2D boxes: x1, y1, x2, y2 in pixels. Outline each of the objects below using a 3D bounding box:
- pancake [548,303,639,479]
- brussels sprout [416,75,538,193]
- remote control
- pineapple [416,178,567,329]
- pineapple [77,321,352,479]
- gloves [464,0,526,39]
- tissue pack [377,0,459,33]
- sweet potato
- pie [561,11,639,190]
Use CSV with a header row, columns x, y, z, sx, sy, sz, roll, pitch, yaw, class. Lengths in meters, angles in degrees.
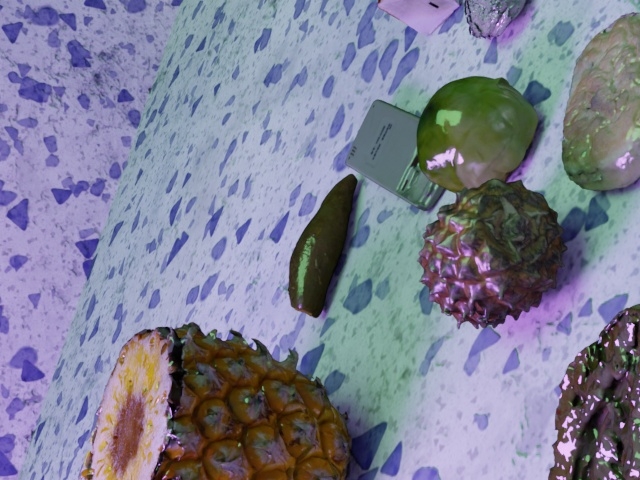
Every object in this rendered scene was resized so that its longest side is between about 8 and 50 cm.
x,y,z,sx,sy,sz,roll,pitch,yaw,class
0.263,0.226,0.902,0.382,0.071,0.382,-175,90,-81,pancake
0.189,-0.140,1.461,0.149,0.122,0.151,-48,28,40,brussels sprout
0.123,-0.128,1.699,0.123,0.038,0.285,-65,26,5,remote control
0.183,0.023,1.297,0.193,0.166,0.166,126,159,-64,pineapple
-0.136,0.286,1.509,0.352,0.300,0.352,-44,31,37,pineapple
0.239,-0.346,1.612,0.114,0.070,0.153,-35,40,48,gloves
0.156,-0.419,1.810,0.099,0.106,0.148,-38,35,47,tissue pack
0.000,0.000,1.777,0.077,0.077,0.243,-14,56,60,sweet potato
0.338,-0.159,1.259,0.185,0.052,0.218,-31,39,54,pie
